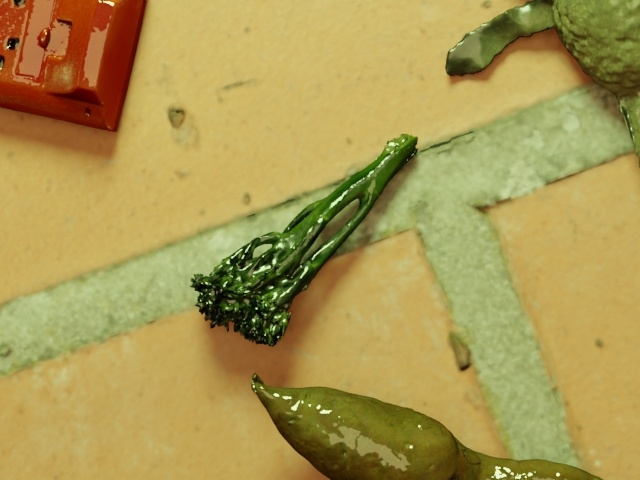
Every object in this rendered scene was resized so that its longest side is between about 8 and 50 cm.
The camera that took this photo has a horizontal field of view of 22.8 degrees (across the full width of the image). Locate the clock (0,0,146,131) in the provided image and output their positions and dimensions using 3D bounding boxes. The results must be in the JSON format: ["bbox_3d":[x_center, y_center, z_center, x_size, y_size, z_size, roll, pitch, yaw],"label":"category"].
[{"bbox_3d":[-0.216,-0.151,1.165,0.155,0.061,0.113,12,90,8],"label":"clock"}]

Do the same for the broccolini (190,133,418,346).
[{"bbox_3d":[-0.003,-0.002,1.153,0.201,0.058,0.074,-41,99,-12],"label":"broccolini"}]

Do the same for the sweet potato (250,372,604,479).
[{"bbox_3d":[0.073,0.159,1.118,0.269,0.075,0.074,16,90,-3],"label":"sweet potato"}]

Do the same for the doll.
[{"bbox_3d":[0.213,-0.154,1.107,0.286,0.091,0.202,43,126,17],"label":"doll"}]
